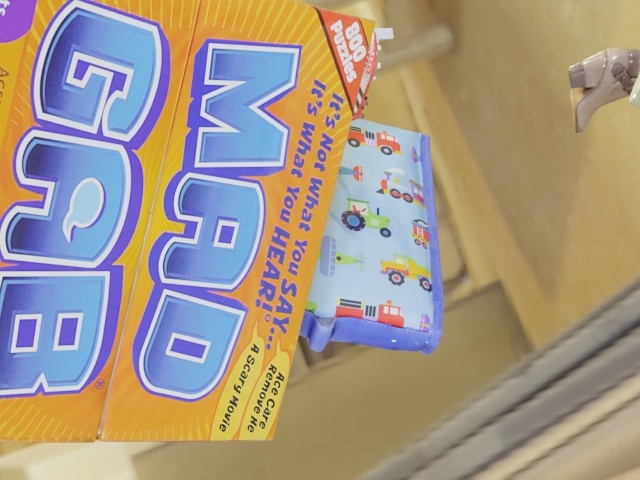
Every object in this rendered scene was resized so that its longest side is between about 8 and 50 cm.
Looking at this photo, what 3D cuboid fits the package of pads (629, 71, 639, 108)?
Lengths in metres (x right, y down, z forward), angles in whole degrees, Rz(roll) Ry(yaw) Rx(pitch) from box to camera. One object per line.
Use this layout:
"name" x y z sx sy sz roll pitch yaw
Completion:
"package of pads" 0.396 -0.147 1.226 0.229 0.101 0.296 28 168 11

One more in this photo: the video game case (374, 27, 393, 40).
"video game case" -0.009 -0.174 1.300 0.087 0.122 0.011 -13 -82 -53

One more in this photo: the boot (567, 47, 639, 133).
"boot" 0.322 -0.167 1.632 0.118 0.087 0.042 71 -169 -54

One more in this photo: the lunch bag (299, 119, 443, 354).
"lunch bag" 0.000 0.000 1.428 0.293 0.221 0.138 -95 21 -54

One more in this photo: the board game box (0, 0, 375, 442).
"board game box" -0.236 -0.063 1.183 0.356 0.356 0.357 21 100 46

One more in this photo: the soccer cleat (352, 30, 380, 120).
"soccer cleat" 0.027 -0.137 1.213 0.029 0.035 0.083 -97 18 -54
